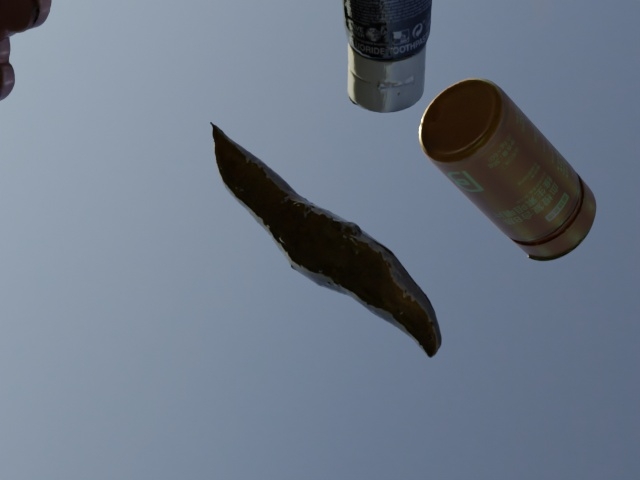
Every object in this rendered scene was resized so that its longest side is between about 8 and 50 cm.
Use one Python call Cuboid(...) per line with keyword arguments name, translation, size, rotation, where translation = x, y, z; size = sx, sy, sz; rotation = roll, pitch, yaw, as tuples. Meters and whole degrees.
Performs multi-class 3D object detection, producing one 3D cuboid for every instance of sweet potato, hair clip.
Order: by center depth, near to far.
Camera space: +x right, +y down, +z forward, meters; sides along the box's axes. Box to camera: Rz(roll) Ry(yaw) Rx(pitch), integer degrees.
Cuboid(name="hair clip", translation=(-0.243, -0.163, 1.158), size=(0.102, 0.138, 0.123), rotation=(-34, -118, -11))
Cuboid(name="sweet potato", translation=(0.000, 0.000, 1.387), size=(0.274, 0.067, 0.067), rotation=(40, -72, 7))

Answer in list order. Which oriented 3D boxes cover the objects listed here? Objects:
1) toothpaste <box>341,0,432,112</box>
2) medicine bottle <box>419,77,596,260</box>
Cuboid(name="toothpaste", translation=(0.039, -0.157, 0.872), size=(0.045, 0.071, 0.193), rotation=(51, -26, 41))
Cuboid(name="medicine bottle", translation=(0.181, -0.067, 1.569), size=(0.096, 0.192, 0.096), rotation=(-22, -132, 26))
